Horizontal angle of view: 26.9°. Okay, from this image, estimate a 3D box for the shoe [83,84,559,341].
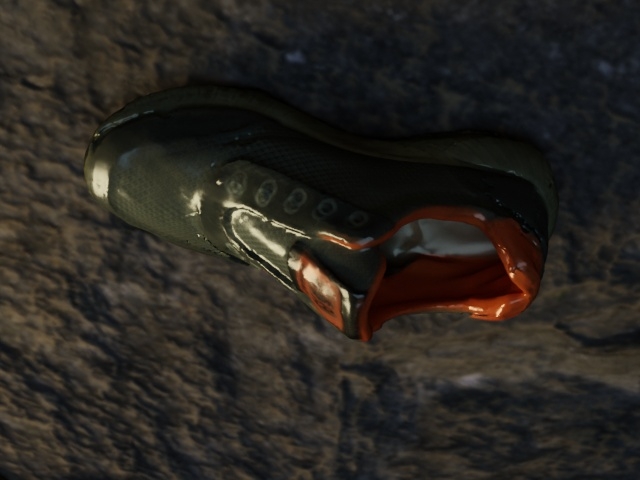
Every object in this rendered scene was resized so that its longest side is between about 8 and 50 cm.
[{"bbox_3d":[0.000,0.000,0.904,0.337,0.171,0.132,7,125,-2],"label":"shoe"}]
